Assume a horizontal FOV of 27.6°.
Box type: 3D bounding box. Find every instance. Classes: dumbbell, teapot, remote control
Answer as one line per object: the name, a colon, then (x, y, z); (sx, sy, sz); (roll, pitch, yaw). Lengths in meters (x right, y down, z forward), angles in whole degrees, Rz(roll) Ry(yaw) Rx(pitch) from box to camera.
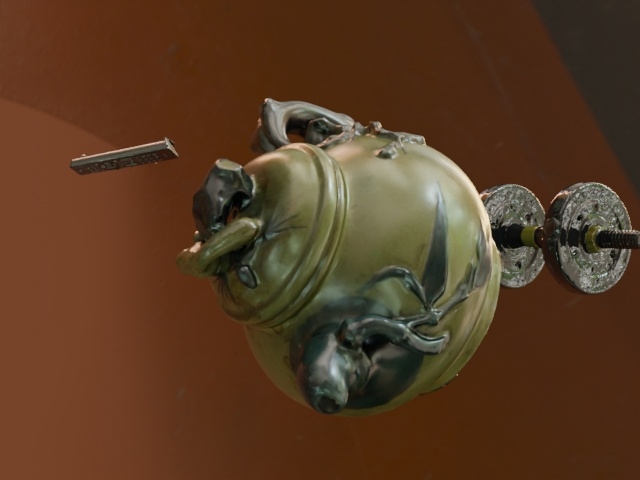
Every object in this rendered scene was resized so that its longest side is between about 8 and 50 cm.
dumbbell: (0.294, -0.004, 1.698); (0.143, 0.325, 0.143); (-1, 92, -36)
teapot: (0.000, 0.000, 0.779); (0.182, 0.173, 0.269); (24, 36, -32)
remote control: (-0.170, -0.073, 1.122); (0.091, 0.034, 0.016); (-10, 77, 8)
